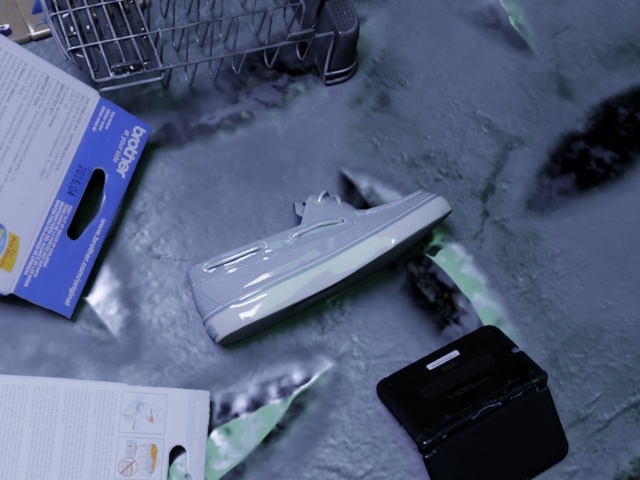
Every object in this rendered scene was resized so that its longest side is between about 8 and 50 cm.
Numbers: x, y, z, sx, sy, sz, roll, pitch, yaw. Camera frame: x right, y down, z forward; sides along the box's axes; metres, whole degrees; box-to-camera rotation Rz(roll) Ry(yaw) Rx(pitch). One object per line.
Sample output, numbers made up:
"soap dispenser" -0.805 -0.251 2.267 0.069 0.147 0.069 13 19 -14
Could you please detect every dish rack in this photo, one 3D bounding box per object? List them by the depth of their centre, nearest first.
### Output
"dish rack" -0.111 -0.226 0.738 0.272 0.074 0.208 -16 71 -19

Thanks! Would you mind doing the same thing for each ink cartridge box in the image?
"ink cartridge box" -0.176 0.173 0.594 0.180 0.045 0.145 8 66 -17
"ink cartridge box" -0.296 -0.081 0.606 0.311 0.065 0.185 29 67 -29

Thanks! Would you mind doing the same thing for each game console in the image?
"game console" 0.122 0.144 0.665 0.122 0.071 0.107 -24 44 -19

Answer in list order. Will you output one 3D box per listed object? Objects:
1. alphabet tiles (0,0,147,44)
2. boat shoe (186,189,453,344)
"alphabet tiles" -0.310 -0.335 0.793 0.285 0.011 0.342 -23 73 -17
"boat shoe" -0.001 0.001 0.667 0.228 0.079 0.081 -27 79 -15
